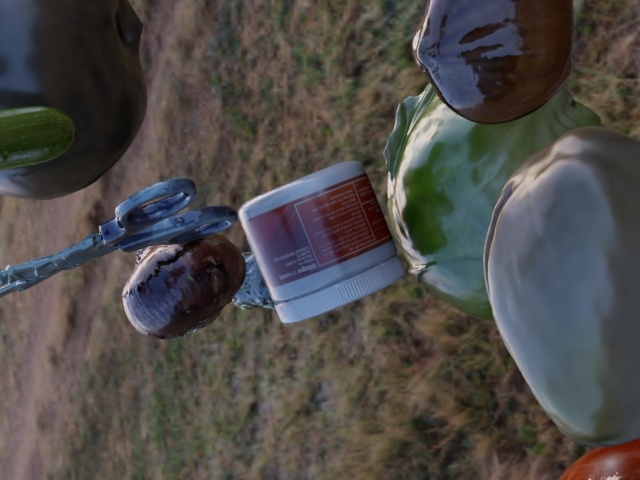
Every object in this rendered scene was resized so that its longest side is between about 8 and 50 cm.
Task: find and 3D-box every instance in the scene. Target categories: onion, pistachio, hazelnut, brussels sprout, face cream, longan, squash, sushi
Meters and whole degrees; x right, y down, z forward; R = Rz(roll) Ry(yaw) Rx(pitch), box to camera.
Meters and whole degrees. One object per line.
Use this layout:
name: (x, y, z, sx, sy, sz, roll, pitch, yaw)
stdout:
onion: (-0.257, 0.075, 1.925, 0.190, 0.246, 0.246, 48, 145, 1)
pistachio: (0.249, 0.038, 0.950, 0.166, 0.197, 0.288, -63, -37, -73)
hazelnut: (0.205, -0.250, 1.248, 0.186, 0.210, 0.210, -75, -1, -60)
brussels sprout: (0.277, -0.058, 1.653, 0.342, 0.425, 0.361, 9, 65, 51)
face cream: (0.000, 0.000, 1.538, 0.201, 0.201, 0.187, -19, 94, 61)
longan: (-0.373, -0.227, 1.369, 0.288, 0.288, 0.350, -1, 90, 61)
squash: (-0.368, -0.102, 1.122, 0.069, 0.239, 0.069, 18, 115, 43)
sushi: (-0.088, 0.083, 2.307, 0.184, 0.274, 0.139, -7, 87, 53)

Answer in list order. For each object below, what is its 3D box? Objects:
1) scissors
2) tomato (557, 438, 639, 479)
scissors: (-0.300, 0.018, 1.297, 0.256, 0.383, 0.029, 33, -144, -76)
tomato: (0.344, 0.327, 1.061, 0.224, 0.256, 0.255, -8, -86, -78)
